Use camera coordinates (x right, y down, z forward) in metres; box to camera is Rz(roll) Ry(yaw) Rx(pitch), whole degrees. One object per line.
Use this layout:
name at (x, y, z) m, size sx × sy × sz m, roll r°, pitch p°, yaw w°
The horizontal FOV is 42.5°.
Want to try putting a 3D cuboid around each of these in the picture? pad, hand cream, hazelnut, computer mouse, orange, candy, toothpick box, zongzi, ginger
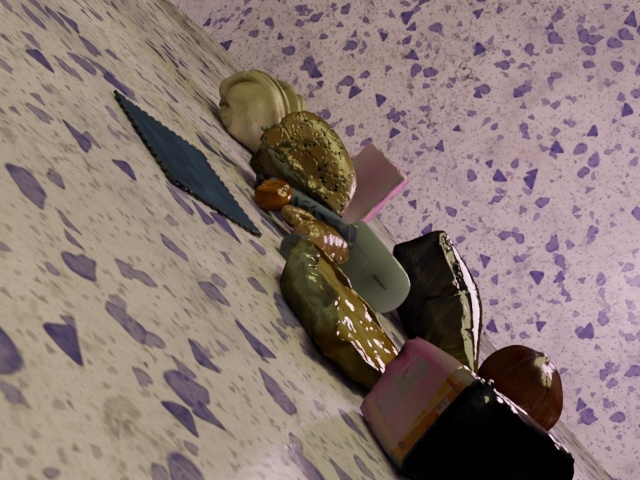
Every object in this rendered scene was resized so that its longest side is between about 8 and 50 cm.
pad at (-0.232, -0.132, 1.452) m, size 0.269 × 0.012 × 0.270 m, roll 36°, pitch 13°, yaw -52°
hand cream at (-0.029, -0.073, 1.809) m, size 0.256 × 0.055 × 0.088 m, roll 29°, pitch -25°, yaw 12°
hazelnut at (0.495, 0.366, 2.043) m, size 0.229 × 0.229 × 0.229 m, roll 45°, pitch 8°, yaw -8°
computer mouse at (0.107, 0.059, 1.851) m, size 0.231 × 0.128 × 0.079 m, roll 48°, pitch 2°, yaw 20°
orange at (-0.098, -0.092, 1.742) m, size 0.086 × 0.086 × 0.062 m, roll -114°, pitch -166°, yaw -67°
candy at (0.106, -0.132, 2.295) m, size 0.155 × 0.265 × 0.116 m, roll 48°, pitch 5°, yaw 12°
toothpick box at (-0.043, 0.012, 1.562) m, size 0.052 × 0.052 × 0.083 m, roll 47°, pitch 7°, yaw 7°
zongzi at (0.330, 0.242, 2.029) m, size 0.403 × 0.207 × 0.432 m, roll 52°, pitch 17°, yaw -58°
ginger at (0.001, 0.003, 1.742) m, size 0.205 × 0.081 × 0.115 m, roll 37°, pitch -7°, yaw -36°

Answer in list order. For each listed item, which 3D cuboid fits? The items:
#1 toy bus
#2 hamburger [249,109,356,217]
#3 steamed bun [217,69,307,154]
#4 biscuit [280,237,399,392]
toy bus at (0.226, 0.284, 1.209) m, size 0.386 × 0.171 × 0.162 m, roll 39°, pitch 7°, yaw -44°
hamburger at (-0.025, -0.167, 1.900) m, size 0.288 × 0.192 × 0.167 m, roll 46°, pitch -22°, yaw 0°
steamed bun at (-0.155, -0.364, 2.292) m, size 0.276 × 0.203 × 0.289 m, roll 51°, pitch 10°, yaw 26°
biscuit at (0.029, 0.127, 1.316) m, size 0.329 × 0.078 × 0.335 m, roll 51°, pitch 9°, yaw 12°
